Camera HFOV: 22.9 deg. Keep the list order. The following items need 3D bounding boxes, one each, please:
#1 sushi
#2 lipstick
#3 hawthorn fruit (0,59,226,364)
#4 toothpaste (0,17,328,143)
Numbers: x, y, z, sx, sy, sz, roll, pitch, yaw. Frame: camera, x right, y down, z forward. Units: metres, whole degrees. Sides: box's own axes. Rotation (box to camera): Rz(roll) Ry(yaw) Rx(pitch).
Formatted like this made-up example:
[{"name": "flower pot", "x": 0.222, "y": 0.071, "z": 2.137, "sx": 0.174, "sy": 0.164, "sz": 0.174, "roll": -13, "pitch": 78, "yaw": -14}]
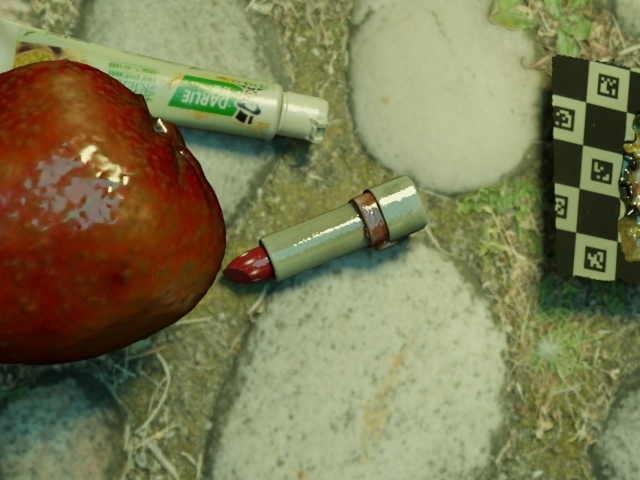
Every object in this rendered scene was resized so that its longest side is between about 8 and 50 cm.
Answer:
[{"name": "sushi", "x": 0.296, "y": -0.057, "z": 1.514, "sx": 0.192, "sy": 0.050, "sz": 0.215, "roll": 7, "pitch": 75, "yaw": -18}, {"name": "lipstick", "x": 0.000, "y": 0.001, "z": 1.423, "sx": 0.186, "sy": 0.063, "sz": 0.057, "roll": -22, "pitch": 87, "yaw": -11}, {"name": "hawthorn fruit", "x": -0.239, "y": 0.000, "z": 1.280, "sx": 0.300, "sy": 0.254, "sz": 0.254, "roll": -37, "pitch": 93, "yaw": 6}, {"name": "toothpaste", "x": -0.149, "y": -0.135, "z": 1.407, "sx": 0.314, "sy": 0.056, "sz": 0.058, "roll": 9, "pitch": 40, "yaw": -11}]
